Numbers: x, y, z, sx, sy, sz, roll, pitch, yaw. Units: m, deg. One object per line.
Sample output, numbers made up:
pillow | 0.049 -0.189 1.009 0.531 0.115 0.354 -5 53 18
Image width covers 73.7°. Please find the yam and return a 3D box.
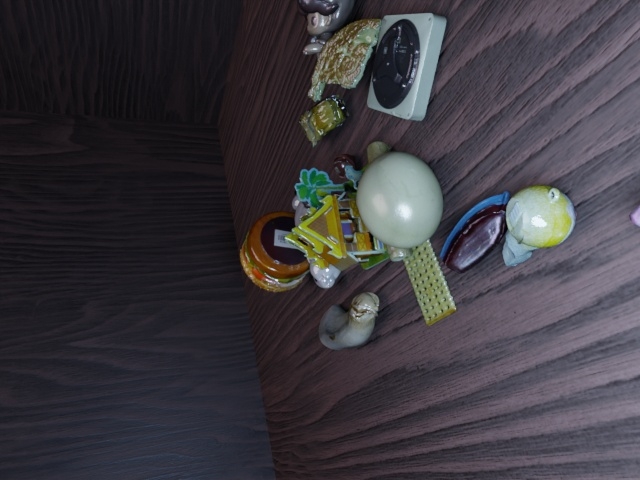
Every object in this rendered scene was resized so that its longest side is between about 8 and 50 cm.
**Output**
yam | 0.199 -0.120 1.268 0.083 0.083 0.372 137 130 -60

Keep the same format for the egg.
egg | 0.203 -0.106 1.107 0.219 0.218 0.270 115 146 -46

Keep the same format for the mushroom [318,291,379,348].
mushroom | 0.101 0.289 1.497 0.397 0.125 0.178 142 130 -65

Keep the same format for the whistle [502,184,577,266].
whistle | 0.410 -0.022 0.819 0.223 0.122 0.123 88 165 -55

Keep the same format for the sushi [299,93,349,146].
sushi | 0.011 -0.451 1.632 0.290 0.131 0.139 -9 108 59

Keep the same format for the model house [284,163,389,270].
model house | 0.043 -0.092 1.361 0.242 0.312 0.359 -34 61 60

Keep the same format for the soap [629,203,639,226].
soap | 0.532 -0.066 0.557 0.203 0.065 0.122 111 147 -42

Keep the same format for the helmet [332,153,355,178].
helmet | 0.097 -0.276 1.523 0.089 0.057 0.111 51 148 -6

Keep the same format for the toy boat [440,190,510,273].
toy boat | 0.352 -0.020 0.954 0.223 0.100 0.097 -63 0 41

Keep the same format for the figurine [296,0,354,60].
figurine | 0.026 -0.756 1.489 0.248 0.202 0.381 -113 14 -68

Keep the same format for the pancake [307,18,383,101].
pancake | 0.086 -0.582 1.396 0.376 0.054 0.198 -24 76 46

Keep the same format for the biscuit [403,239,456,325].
biscuit | 0.292 0.109 1.178 0.139 0.016 0.232 126 135 -53

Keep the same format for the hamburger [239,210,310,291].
hamburger | -0.183 0.053 1.868 0.250 0.329 0.331 125 136 -57

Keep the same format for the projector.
projector | 0.222 -0.486 1.192 0.257 0.079 0.260 -133 47 -57

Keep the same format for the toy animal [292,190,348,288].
toy animal | 0.000 0.000 1.639 0.257 0.193 0.358 35 132 49
